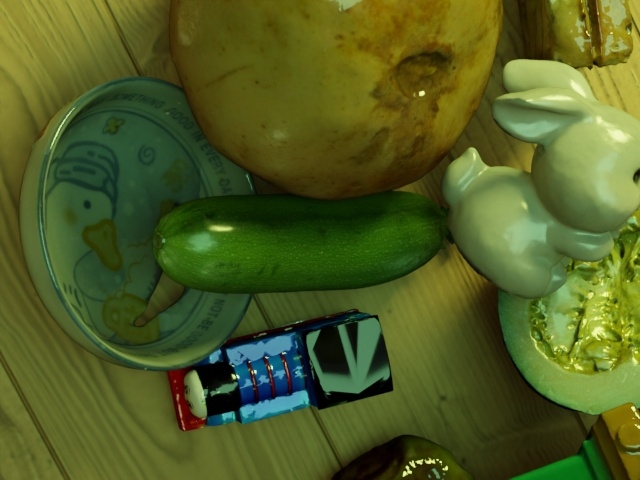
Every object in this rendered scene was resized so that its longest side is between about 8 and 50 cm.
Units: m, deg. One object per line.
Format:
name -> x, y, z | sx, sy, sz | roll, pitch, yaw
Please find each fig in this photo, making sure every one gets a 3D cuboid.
fig -> 0.092, 0.281, 1.569 | 0.144, 0.154, 0.166 | -35, 60, 26

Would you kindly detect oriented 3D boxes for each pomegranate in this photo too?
pomegranate -> 0.002, -0.212, 1.462 | 0.338, 0.338, 0.338 | 0, 91, -15

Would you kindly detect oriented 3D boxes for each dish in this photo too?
dish -> -0.194, -0.010, 1.496 | 0.273, 0.134, 0.273 | 9, 78, -45

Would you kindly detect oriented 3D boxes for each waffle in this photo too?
waffle -> 0.238, -0.326, 1.557 | 0.098, 0.224, 0.328 | -8, 93, 3

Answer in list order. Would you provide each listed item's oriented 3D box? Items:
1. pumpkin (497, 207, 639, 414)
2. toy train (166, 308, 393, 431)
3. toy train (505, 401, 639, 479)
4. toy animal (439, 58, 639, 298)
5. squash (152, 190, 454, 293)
pumpkin -> 0.325, 0.055, 1.596 | 0.293, 0.197, 0.263 | -9, 75, 5
toy train -> -0.041, 0.126, 1.536 | 0.204, 0.131, 0.083 | -13, 95, -14
toy train -> 0.256, 0.296, 1.492 | 0.249, 0.429, 0.178 | -18, 66, -7
toy animal -> 0.204, -0.054, 1.449 | 0.178, 0.127, 0.193 | 35, 118, 4
squash -> 0.000, 0.000, 1.517 | 0.378, 0.101, 0.101 | -6, 93, -40
